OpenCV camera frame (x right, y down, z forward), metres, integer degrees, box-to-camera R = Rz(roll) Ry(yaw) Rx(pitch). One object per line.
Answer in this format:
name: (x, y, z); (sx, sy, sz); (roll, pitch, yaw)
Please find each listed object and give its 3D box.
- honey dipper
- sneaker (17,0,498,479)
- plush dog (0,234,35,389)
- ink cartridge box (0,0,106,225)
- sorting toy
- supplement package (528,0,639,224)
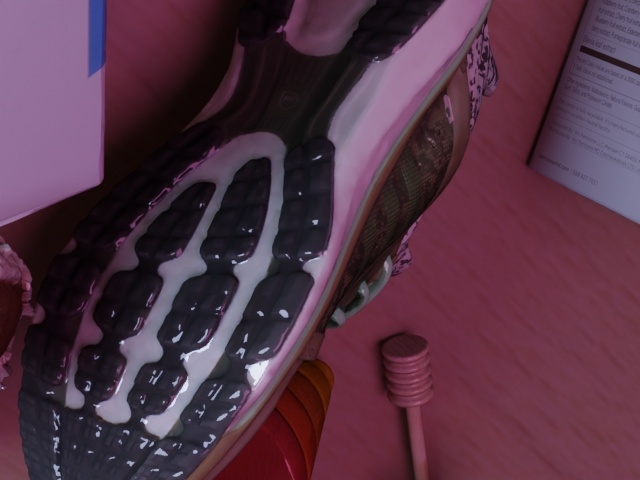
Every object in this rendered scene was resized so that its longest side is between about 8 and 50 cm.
honey dipper: (0.061, 0.135, 1.242); (0.030, 0.030, 0.161); (-19, 120, -22)
sneaker: (0.000, 0.000, 1.057); (0.410, 0.158, 0.182); (-57, 141, -18)
plush dog: (-0.282, 0.052, 0.931); (0.210, 0.262, 0.225); (46, 71, 0)
ink cartridge box: (-0.232, -0.141, 0.798); (0.197, 0.270, 0.198); (-23, 156, -19)
sorting toy: (-0.016, 0.216, 1.204); (0.126, 0.127, 0.365); (-40, 131, -46)
supplement package: (0.283, -0.138, 1.174); (0.177, 0.175, 0.293); (14, 101, -30)
